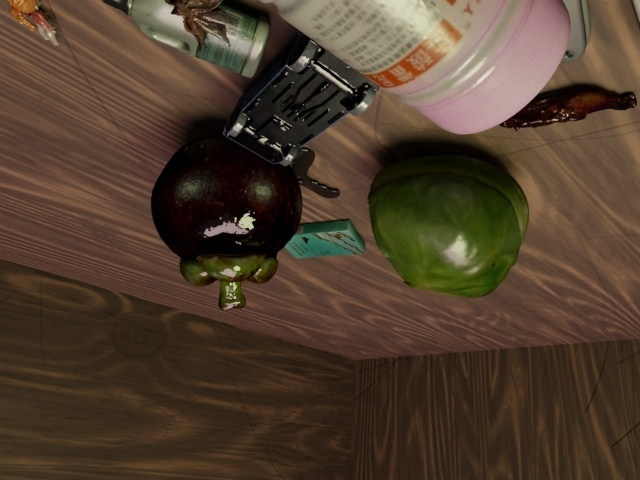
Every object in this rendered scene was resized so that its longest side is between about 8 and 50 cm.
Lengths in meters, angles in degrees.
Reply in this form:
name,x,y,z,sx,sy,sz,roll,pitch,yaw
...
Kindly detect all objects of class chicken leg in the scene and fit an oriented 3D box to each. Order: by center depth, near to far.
name,x,y,z,sx,sy,sz,roll,pitch,yaw
chicken leg,0.408,-0.217,0.740,0.205,0.053,0.093,0,179,29

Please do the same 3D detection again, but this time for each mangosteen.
name,x,y,z,sx,sy,sz,roll,pitch,yaw
mangosteen,-0.191,-0.058,0.907,0.329,0.330,0.330,5,156,2

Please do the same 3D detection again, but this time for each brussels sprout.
name,x,y,z,sx,sy,sz,roll,pitch,yaw
brussels sprout,0.265,-0.019,0.931,0.314,0.276,0.371,0,156,21

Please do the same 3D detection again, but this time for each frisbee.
name,x,y,z,sx,sy,sz,roll,pitch,yaw
frisbee,-0.066,-0.147,1.039,0.187,0.012,0.211,-2,155,19

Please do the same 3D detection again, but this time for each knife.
name,x,y,z,sx,sy,sz,roll,pitch,yaw
knife,0.281,-0.322,0.546,0.073,0.041,0.265,8,161,38

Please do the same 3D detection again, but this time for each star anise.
name,x,y,z,sx,sy,sz,roll,pitch,yaw
star anise,-0.144,-0.297,0.543,0.129,0.056,0.124,7,142,46

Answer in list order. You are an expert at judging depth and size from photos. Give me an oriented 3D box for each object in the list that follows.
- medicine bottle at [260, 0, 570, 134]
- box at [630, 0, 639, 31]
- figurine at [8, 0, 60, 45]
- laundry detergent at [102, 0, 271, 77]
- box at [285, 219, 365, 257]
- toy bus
name,x,y,z,sx,sy,sz,roll,pitch,yaw
medicine bottle,0.100,-0.274,0.490,0.315,0.202,0.202,23,150,-29
box,0.481,-0.276,0.420,0.299,0.106,0.200,-18,113,39
figurine,-0.431,-0.336,0.671,0.064,0.047,0.109,29,162,4
laundry detergent,-0.190,-0.313,0.634,0.225,0.070,0.099,14,155,-19
box,0.001,0.000,1.308,0.229,0.042,0.162,-4,154,21
toy bus,-0.032,-0.235,0.698,0.125,0.133,0.292,27,151,-28
